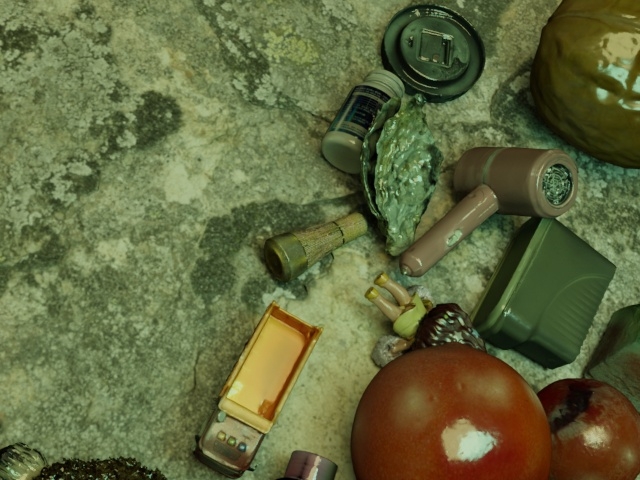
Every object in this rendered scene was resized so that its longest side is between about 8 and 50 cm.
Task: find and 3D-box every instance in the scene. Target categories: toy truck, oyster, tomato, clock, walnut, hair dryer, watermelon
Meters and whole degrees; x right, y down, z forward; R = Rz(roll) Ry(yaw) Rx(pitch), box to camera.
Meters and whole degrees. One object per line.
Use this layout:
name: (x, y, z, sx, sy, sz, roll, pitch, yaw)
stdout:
toy truck: (-0.103, 0.244, 1.542, 0.114, 0.135, 0.270, 29, 65, -2)
oyster: (0.149, -0.124, 1.718, 0.112, 0.268, 0.198, 13, 41, 32)
tomato: (0.200, 0.315, 1.494, 0.321, 0.321, 0.322, 5, 68, -12)
clock: (0.226, -0.378, 1.920, 0.214, 0.042, 0.215, 5, 68, -12)
walnut: (0.605, -0.323, 1.840, 0.397, 0.308, 0.354, 23, 86, -6)
hair dryer: (0.278, -0.039, 1.693, 0.352, 0.210, 0.125, -41, 116, -22)
tomato: (0.434, 0.328, 1.598, 0.184, 0.208, 0.208, 42, 61, -29)
watermelon: (0.616, 0.212, 1.714, 0.193, 0.232, 0.310, 36, 20, 4)

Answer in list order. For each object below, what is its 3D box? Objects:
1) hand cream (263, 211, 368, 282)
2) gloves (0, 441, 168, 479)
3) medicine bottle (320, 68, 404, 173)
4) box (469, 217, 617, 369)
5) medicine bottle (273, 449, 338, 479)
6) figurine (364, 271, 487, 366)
hand cream: (0.000, 0.000, 1.700, 0.203, 0.084, 0.084, -25, 77, -26)
gloves: (-0.362, 0.405, 1.414, 0.312, 0.135, 0.210, 12, 44, 14)
medicine bottle: (0.085, -0.227, 1.790, 0.107, 0.107, 0.191, 29, 65, -1)
box: (0.407, 0.099, 1.729, 0.178, 0.138, 0.274, 34, 65, -4)
medicine bottle: (-0.038, 0.435, 1.505, 0.119, 0.094, 0.188, 23, 66, -6)
figurine: (0.180, 0.154, 1.658, 0.240, 0.116, 0.175, 36, 65, 2)
